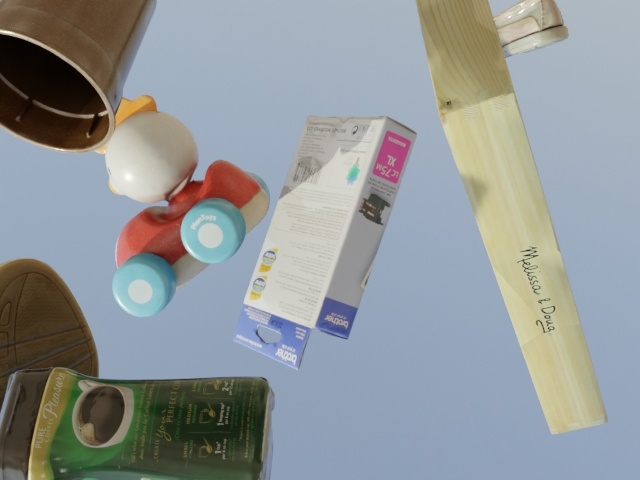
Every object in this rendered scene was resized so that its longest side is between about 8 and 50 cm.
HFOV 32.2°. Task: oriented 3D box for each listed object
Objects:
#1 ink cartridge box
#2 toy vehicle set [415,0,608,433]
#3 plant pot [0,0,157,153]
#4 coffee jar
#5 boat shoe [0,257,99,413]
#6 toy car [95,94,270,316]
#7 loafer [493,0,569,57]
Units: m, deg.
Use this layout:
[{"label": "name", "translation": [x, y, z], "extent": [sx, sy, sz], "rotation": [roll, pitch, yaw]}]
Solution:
[{"label": "ink cartridge box", "translation": [0.000, 0.000, 1.362], "extent": [0.065, 0.311, 0.185], "rotation": [24, 174, -31]}, {"label": "toy vehicle set", "translation": [0.108, -0.030, 0.634], "extent": [0.035, 0.267, 0.166], "rotation": [-16, -136, 12]}, {"label": "plant pot", "translation": [-0.249, -0.202, 1.086], "extent": [0.167, 0.167, 0.165], "rotation": [18, -122, 3]}, {"label": "coffee jar", "translation": [-0.125, 0.136, 0.738], "extent": [0.184, 0.079, 0.096], "rotation": [4, -131, 1]}, {"label": "boat shoe", "translation": [-0.257, 0.151, 1.035], "extent": [0.109, 0.302, 0.098], "rotation": [-22, -155, -22]}, {"label": "toy car", "translation": [-0.205, -0.065, 1.365], "extent": [0.238, 0.210, 0.219], "rotation": [51, -165, -6]}, {"label": "loafer", "translation": [0.129, -0.152, 0.813], "extent": [0.045, 0.039, 0.125], "rotation": [-18, -173, -34]}]
